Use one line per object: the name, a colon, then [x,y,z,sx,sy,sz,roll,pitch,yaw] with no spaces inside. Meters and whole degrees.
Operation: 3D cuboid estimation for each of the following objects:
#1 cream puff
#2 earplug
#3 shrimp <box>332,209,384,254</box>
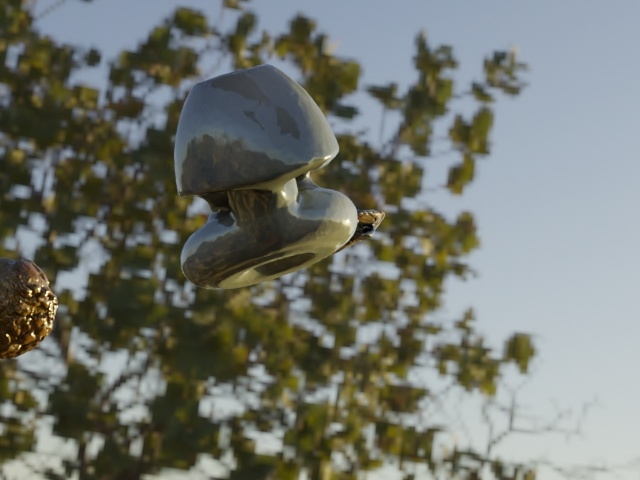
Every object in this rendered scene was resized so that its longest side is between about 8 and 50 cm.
cream puff: [-0.373,0.086,1.835,0.103,0.126,0.144,43,1,20]
earplug: [-0.070,-0.056,1.744,0.214,0.175,0.326,-18,-39,-10]
shrimp: [0.000,0.000,2.214,0.219,0.046,0.152,-13,-11,-33]
